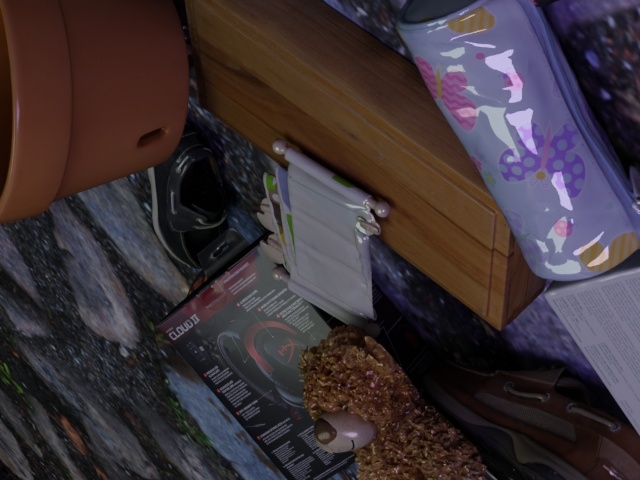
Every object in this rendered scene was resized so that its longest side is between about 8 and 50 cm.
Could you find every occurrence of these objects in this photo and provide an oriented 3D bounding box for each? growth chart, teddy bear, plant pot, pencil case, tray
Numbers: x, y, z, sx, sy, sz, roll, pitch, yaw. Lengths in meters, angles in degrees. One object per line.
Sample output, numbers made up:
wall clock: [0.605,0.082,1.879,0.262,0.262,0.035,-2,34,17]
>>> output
growth chart: [0.000,0.000,1.806,0.172,0.021,0.237,36,150,26]
teddy bear: [0.099,0.238,1.856,0.245,0.113,0.338,35,167,52]
plant pot: [-0.264,-0.166,1.824,0.291,0.203,0.290,18,110,59]
pencil case: [0.168,-0.096,1.447,0.124,0.113,0.273,4,131,58]
tray: [0.040,-0.101,1.720,0.411,0.076,0.203,38,155,24]

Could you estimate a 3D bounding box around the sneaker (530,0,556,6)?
sneaker: [0.153,-0.248,1.295,0.077,0.072,0.178,49,154,26]

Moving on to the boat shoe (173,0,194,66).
boat shoe: [-0.172,-0.212,1.939,0.207,0.073,0.073,-16,76,62]

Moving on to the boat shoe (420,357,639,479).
boat shoe: [0.222,0.189,1.802,0.122,0.120,0.324,51,170,-32]

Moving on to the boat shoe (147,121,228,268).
boat shoe: [-0.150,-0.040,2.139,0.079,0.084,0.233,34,151,31]

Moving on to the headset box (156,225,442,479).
headset box: [-0.029,0.114,2.040,0.293,0.110,0.218,49,132,-3]

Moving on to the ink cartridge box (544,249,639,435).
ink cartridge box: [0.328,0.081,1.552,0.225,0.056,0.181,-20,111,46]

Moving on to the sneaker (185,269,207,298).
sneaker: [-0.070,0.156,2.292,0.180,0.125,0.321,25,137,51]
